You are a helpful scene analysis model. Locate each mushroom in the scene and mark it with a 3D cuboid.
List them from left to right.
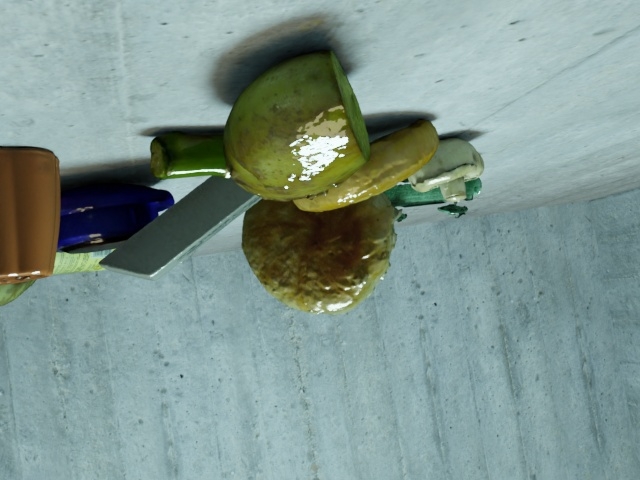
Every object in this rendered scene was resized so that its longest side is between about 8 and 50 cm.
[{"bbox_3d":[0.244,-0.133,1.408,0.154,0.122,0.154,-16,173,-2],"label":"mushroom"}]

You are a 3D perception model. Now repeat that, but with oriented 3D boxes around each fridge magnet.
[{"bbox_3d":[-0.392,-0.042,1.300,0.266,0.112,0.265,-11,178,0],"label":"fridge magnet"}]

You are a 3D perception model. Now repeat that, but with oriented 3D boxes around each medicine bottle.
[{"bbox_3d":[-0.589,0.017,1.663,0.124,0.124,0.239,-12,174,36],"label":"medicine bottle"}]

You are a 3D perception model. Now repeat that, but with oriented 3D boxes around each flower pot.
[{"bbox_3d":[-0.451,-0.026,1.009,0.191,0.173,0.190,-7,174,-1],"label":"flower pot"}]

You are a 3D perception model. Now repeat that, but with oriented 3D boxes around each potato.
[{"bbox_3d":[-0.023,-0.122,0.846,0.176,0.141,0.298,-17,178,-15],"label":"potato"}]

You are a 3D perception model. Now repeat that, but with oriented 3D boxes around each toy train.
[{"bbox_3d":[0.202,-0.128,1.606,0.308,0.126,0.189,-7,-152,-25],"label":"toy train"}]

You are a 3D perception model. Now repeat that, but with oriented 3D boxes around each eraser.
[{"bbox_3d":[-0.203,-0.039,1.228,0.353,0.077,0.111,-39,-178,-11],"label":"eraser"}]

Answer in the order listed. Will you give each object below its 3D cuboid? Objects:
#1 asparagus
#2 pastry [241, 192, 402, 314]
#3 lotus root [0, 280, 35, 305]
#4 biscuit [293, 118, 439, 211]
[{"bbox_3d":[-0.113,-0.130,1.069,0.278,0.067,0.060,-11,148,-32],"label":"asparagus"},{"bbox_3d":[0.000,0.000,1.445,0.330,0.329,0.136,-10,179,8],"label":"pastry"},{"bbox_3d":[-0.581,0.022,1.316,0.173,0.173,0.309,-10,-167,10],"label":"lotus root"},{"bbox_3d":[0.056,-0.112,1.224,0.274,0.091,0.213,-9,-162,48],"label":"biscuit"}]
